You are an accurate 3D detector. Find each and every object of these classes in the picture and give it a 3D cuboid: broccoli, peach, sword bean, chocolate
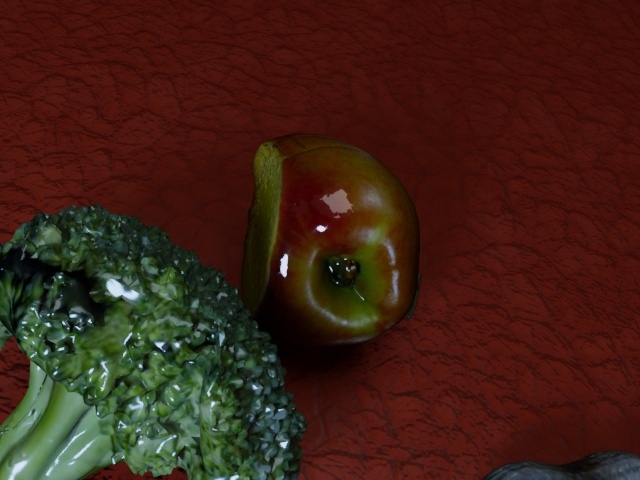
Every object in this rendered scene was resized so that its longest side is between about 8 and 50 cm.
[{"bbox_3d":[-0.194,0.114,0.797,0.317,0.339,0.277,-16,19,1],"label":"broccoli"},{"bbox_3d":[0.000,0.000,0.992,0.245,0.249,0.275,31,15,-33],"label":"peach"},{"bbox_3d":[0.127,0.076,1.089,0.012,0.012,0.083,18,44,4],"label":"sword bean"},{"bbox_3d":[0.267,0.282,0.859,0.247,0.110,0.110,-3,48,-22],"label":"chocolate"}]
